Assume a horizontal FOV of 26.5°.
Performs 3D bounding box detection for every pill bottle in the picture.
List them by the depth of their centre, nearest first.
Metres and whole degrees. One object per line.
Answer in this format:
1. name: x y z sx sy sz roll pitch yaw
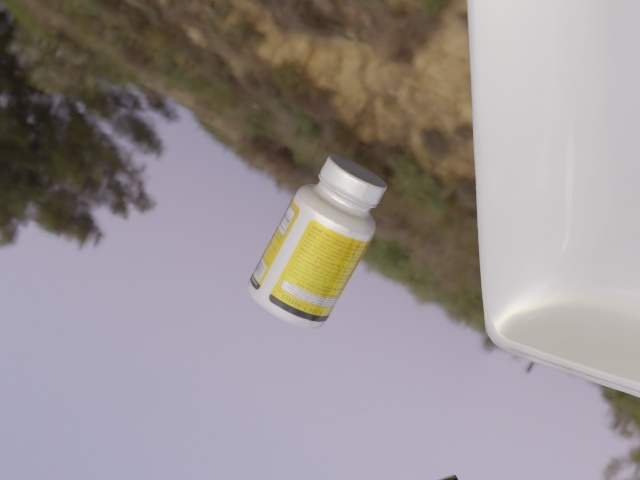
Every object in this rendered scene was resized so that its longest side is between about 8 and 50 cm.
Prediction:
1. pill bottle: 0.000 0.000 0.976 0.065 0.116 0.065 26 -164 -8

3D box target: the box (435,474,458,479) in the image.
1. box: 0.142 0.358 1.291 0.051 0.175 0.220 -17 -121 -15

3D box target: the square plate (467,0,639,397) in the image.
1. square plate: 0.191 -0.082 0.480 0.049 0.347 0.344 -21 -155 -37
